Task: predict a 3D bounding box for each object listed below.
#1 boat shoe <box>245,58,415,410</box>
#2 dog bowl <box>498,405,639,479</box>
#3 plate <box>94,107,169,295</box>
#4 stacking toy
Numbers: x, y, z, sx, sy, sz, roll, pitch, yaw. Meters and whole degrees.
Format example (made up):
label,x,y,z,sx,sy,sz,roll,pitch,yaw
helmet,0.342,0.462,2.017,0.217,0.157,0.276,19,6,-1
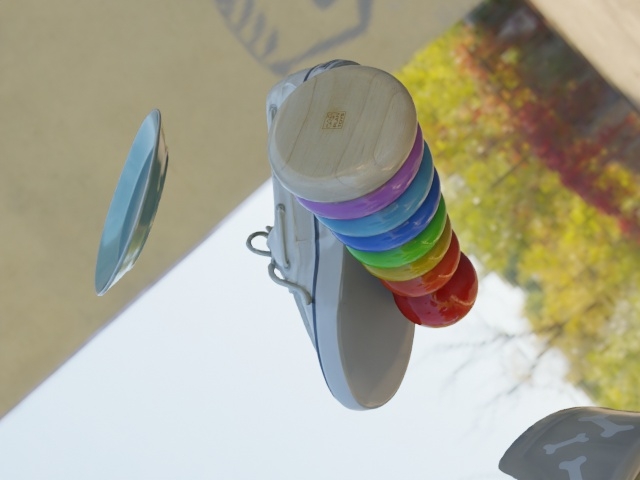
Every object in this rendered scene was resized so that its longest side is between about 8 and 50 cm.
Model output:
label,x,y,z,sx,sy,sz,roll,pitch,yaw
boat shoe,-0.006,0.000,1.567,0.136,0.156,0.367,-12,-86,-44
dog bowl,0.252,0.284,1.047,0.348,0.102,0.349,16,-115,-39
plate,-0.177,-0.034,1.408,0.024,0.188,0.188,18,-163,-16
stacking toy,0.073,-0.022,1.413,0.141,0.141,0.330,55,-179,38
